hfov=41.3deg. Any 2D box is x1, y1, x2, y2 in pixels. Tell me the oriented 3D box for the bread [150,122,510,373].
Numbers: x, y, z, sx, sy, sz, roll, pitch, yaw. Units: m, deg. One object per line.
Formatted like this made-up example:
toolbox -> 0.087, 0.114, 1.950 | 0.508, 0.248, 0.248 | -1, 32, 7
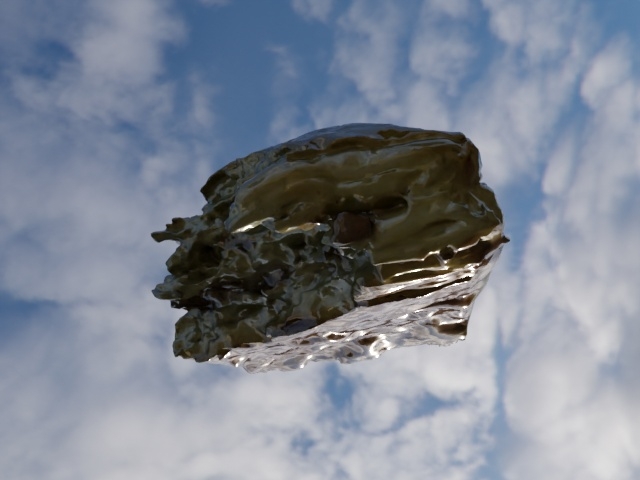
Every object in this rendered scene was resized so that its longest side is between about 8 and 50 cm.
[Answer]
bread -> 0.000, 0.000, 0.781 | 0.370, 0.314, 0.192 | 56, -156, -72
